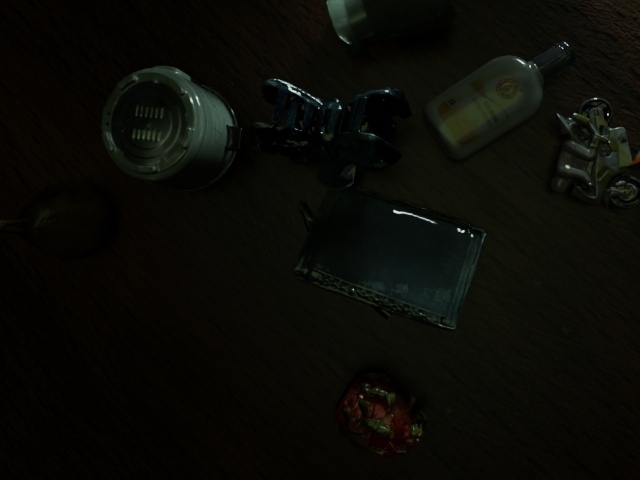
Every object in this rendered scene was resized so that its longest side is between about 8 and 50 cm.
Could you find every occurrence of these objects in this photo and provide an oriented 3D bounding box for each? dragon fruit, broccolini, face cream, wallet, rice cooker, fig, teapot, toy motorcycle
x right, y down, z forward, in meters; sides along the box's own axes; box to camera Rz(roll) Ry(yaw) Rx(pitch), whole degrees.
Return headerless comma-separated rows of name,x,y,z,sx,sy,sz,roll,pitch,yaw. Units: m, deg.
dragon fruit,0.127,0.359,1.073,0.172,0.160,0.166,36,66,7
broccolini,-0.001,0.003,1.143,0.074,0.058,0.201,-20,72,-2
face cream,0.358,-0.286,1.029,0.291,0.071,0.143,-30,86,11
wallet,0.141,0.026,1.066,0.343,0.075,0.237,18,71,12
rice cooker,-0.309,-0.230,1.099,0.281,0.227,0.241,4,91,14
fig,-0.617,-0.062,1.160,0.191,0.290,0.190,-9,74,33
teapot,0.137,-0.478,1.037,0.225,0.171,0.203,-17,56,19
toy motorcycle,0.513,-0.151,0.999,0.153,0.073,0.224,-21,88,15

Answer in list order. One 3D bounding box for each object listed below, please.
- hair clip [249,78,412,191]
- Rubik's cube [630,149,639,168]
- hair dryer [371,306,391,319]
hair clip,0.025,-0.221,1.027,0.311,0.206,0.194,13,80,20
Rubik's cube,0.741,-0.185,0.866,0.250,0.234,0.284,40,99,8
hair dryer,0.151,0.124,1.115,0.047,0.026,0.083,39,96,8
